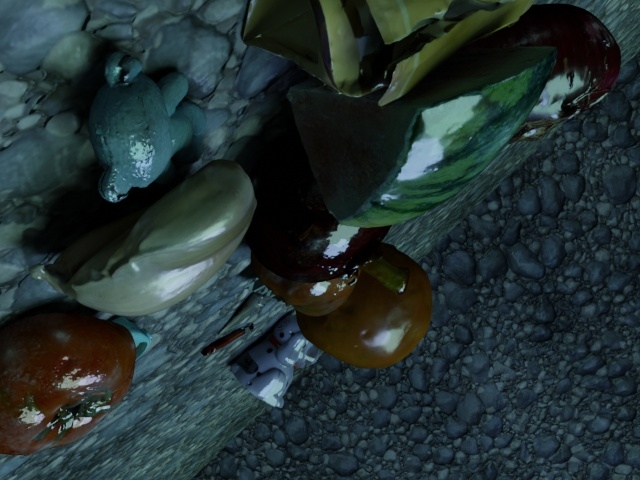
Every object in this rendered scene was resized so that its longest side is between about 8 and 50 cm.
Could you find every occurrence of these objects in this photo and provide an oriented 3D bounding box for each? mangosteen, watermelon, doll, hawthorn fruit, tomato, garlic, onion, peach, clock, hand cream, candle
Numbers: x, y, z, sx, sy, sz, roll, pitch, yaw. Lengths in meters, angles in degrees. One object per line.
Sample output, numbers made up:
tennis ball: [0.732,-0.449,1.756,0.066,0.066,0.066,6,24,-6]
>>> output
mangosteen: [0.020,-0.022,0.834,0.235,0.261,0.235,-40,168,-10]
watermelon: [0.102,-0.144,0.674,0.213,0.201,0.261,-31,170,-35]
doll: [-0.158,-0.101,0.555,0.180,0.075,0.119,-70,165,-79]
hawthorn fruit: [0.000,0.000,1.044,0.251,0.200,0.199,-57,166,-4]
tomato: [-0.336,0.191,0.773,0.237,0.095,0.236,-30,151,-19]
garlic: [-0.169,0.009,0.645,0.228,0.110,0.217,-29,-170,-6]
onion: [0.304,-0.269,0.966,0.314,0.232,0.314,-11,176,-1]
peach: [0.118,0.148,1.506,0.301,0.343,0.343,-66,164,1]
clock: [-0.110,0.320,1.734,0.254,0.189,0.189,-48,166,-6]
hand cream: [-0.171,0.163,1.359,0.165,0.037,0.057,-43,168,35]
clock: [-0.316,0.171,0.952,0.108,0.045,0.147,-40,166,-5]
candle: [-0.213,0.232,1.452,0.167,0.021,0.026,-25,158,-49]

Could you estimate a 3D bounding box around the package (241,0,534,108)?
package: [0.108,-0.258,0.579,0.311,0.165,0.221,-33,163,-34]

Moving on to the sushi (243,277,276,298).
sushi: [-0.045,0.027,1.252,0.220,0.047,0.231,-38,162,4]
